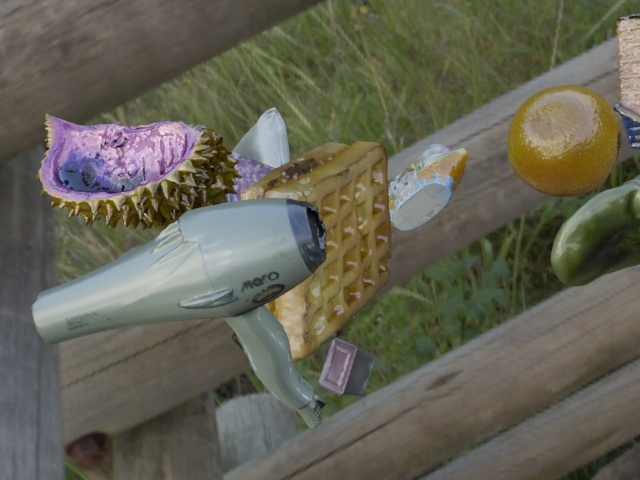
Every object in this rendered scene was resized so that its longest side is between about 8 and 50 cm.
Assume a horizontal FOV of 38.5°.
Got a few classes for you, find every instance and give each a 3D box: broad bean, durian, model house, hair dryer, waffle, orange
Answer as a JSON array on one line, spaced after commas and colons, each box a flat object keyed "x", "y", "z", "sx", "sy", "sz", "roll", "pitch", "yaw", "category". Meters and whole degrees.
[{"x": 0.373, "y": -0.015, "z": 1.111, "sx": 0.207, "sy": 0.153, "sz": 0.072, "roll": -29, "pitch": 42, "yaw": 9, "category": "broad bean"}, {"x": -0.236, "y": -0.072, "z": 1.227, "sx": 0.261, "sy": 0.186, "sz": 0.153, "roll": -3, "pitch": 65, "yaw": 33, "category": "durian"}, {"x": 0.440, "y": -0.186, "z": 1.117, "sx": 0.166, "sy": 0.183, "sz": 0.172, "roll": 4, "pitch": 96, "yaw": 34, "category": "model house"}, {"x": -0.104, "y": 0.066, "z": 0.707, "sx": 0.219, "sy": 0.225, "sz": 0.088, "roll": -1, "pitch": 38, "yaw": -1, "category": "hair dryer"}, {"x": 0.000, "y": 0.000, "z": 1.192, "sx": 0.098, "sy": 0.224, "sz": 0.328, "roll": 1, "pitch": 17, "yaw": 24, "category": "waffle"}, {"x": 0.472, "y": -0.192, "z": 1.780, "sx": 0.236, "sy": 0.236, "sz": 0.236, "roll": -9, "pitch": 53, "yaw": 12, "category": "orange"}]

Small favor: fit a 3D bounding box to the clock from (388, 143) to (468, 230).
[{"x": 0.210, "y": -0.112, "z": 1.871, "sx": 0.231, "sy": 0.103, "sz": 0.144, "roll": -39, "pitch": 26, "yaw": 30, "category": "clock"}]

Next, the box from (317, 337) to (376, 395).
[{"x": 0.046, "y": 0.210, "z": 1.500, "sx": 0.060, "sy": 0.063, "sz": 0.084, "roll": 16, "pitch": 87, "yaw": 47, "category": "box"}]

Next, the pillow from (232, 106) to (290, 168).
[{"x": -0.119, "y": -0.119, "z": 1.670, "sx": 0.078, "sy": 0.254, "sz": 0.144, "roll": -5, "pitch": 69, "yaw": -26, "category": "pillow"}]

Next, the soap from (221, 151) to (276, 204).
[{"x": -0.086, "y": 0.006, "z": 1.433, "sx": 0.081, "sy": 0.181, "sz": 0.259, "roll": -37, "pitch": 47, "yaw": 42, "category": "soap"}]
